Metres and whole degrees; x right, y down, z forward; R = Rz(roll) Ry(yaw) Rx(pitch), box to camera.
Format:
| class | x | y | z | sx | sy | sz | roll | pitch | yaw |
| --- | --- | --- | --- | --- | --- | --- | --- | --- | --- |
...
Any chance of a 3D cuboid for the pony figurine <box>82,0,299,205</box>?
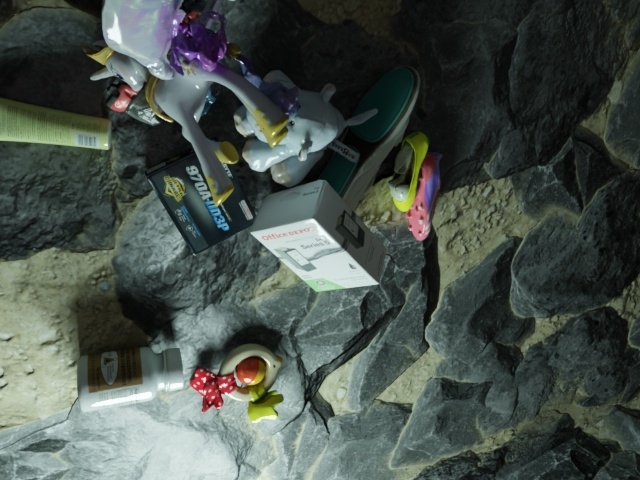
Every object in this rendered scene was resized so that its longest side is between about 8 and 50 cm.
| class | x | y | z | sx | sy | sz | roll | pitch | yaw |
| --- | --- | --- | --- | --- | --- | --- | --- | --- | --- |
| pony figurine | -0.206 | -0.286 | 0.785 | 0.363 | 0.303 | 0.351 | 45 | 128 | -4 |

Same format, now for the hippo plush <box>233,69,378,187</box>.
| class | x | y | z | sx | sy | sz | roll | pitch | yaw |
| --- | --- | --- | --- | --- | --- | --- | --- | --- | --- |
| hippo plush | -0.048 | -0.211 | 0.991 | 0.295 | 0.236 | 0.234 | 20 | 103 | -5 |

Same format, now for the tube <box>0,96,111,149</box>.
| class | x | y | z | sx | sy | sz | roll | pitch | yaw |
| --- | --- | --- | --- | --- | --- | --- | --- | --- | --- |
| tube | -0.533 | -0.223 | 0.933 | 0.240 | 0.062 | 0.070 | 4 | 68 | -20 |

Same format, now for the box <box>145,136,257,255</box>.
| class | x | y | z | sx | sy | sz | roll | pitch | yaw |
| --- | --- | --- | --- | --- | --- | --- | --- | --- | --- |
| box | -0.264 | -0.098 | 1.105 | 0.175 | 0.051 | 0.220 | -28 | 121 | -10 |

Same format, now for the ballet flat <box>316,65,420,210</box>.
| class | x | y | z | sx | sy | sz | roll | pitch | yaw |
| --- | --- | --- | --- | --- | --- | --- | --- | --- | --- |
| ballet flat | 0.119 | -0.226 | 1.181 | 0.139 | 0.139 | 0.400 | 25 | 106 | -30 |

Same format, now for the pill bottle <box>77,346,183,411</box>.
| class | x | y | z | sx | sy | sz | roll | pitch | yaw |
| --- | --- | --- | --- | --- | --- | --- | --- | --- | --- |
| pill bottle | -0.454 | 0.326 | 1.172 | 0.230 | 0.131 | 0.131 | -4 | 114 | -22 |

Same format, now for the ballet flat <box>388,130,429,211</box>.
| class | x | y | z | sx | sy | sz | roll | pitch | yaw |
| --- | --- | --- | --- | --- | --- | --- | --- | --- | --- |
| ballet flat | 0.212 | -0.168 | 1.239 | 0.077 | 0.077 | 0.230 | -24 | 139 | -37 |

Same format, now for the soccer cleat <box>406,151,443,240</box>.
| class | x | y | z | sx | sy | sz | roll | pitch | yaw |
| --- | --- | --- | --- | --- | --- | --- | --- | --- | --- |
| soccer cleat | 0.290 | -0.117 | 1.321 | 0.095 | 0.083 | 0.247 | -16 | 116 | -21 |

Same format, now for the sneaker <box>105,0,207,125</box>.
| class | x | y | z | sx | sy | sz | roll | pitch | yaw |
| --- | --- | --- | --- | --- | --- | --- | --- | --- | --- |
| sneaker | -0.292 | -0.342 | 0.954 | 0.135 | 0.097 | 0.276 | 36 | 98 | -31 |

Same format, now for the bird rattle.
| class | x | y | z | sx | sy | sz | roll | pitch | yaw |
| --- | --- | --- | --- | --- | --- | --- | --- | --- | --- |
| bird rattle | -0.215 | 0.376 | 1.332 | 0.254 | 0.143 | 0.206 | 28 | 89 | -18 |

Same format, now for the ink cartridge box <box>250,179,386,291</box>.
| class | x | y | z | sx | sy | sz | roll | pitch | yaw |
| --- | --- | --- | --- | --- | --- | --- | --- | --- | --- |
| ink cartridge box | 0.000 | 0.000 | 1.158 | 0.273 | 0.199 | 0.114 | 44 | 49 | -36 |
